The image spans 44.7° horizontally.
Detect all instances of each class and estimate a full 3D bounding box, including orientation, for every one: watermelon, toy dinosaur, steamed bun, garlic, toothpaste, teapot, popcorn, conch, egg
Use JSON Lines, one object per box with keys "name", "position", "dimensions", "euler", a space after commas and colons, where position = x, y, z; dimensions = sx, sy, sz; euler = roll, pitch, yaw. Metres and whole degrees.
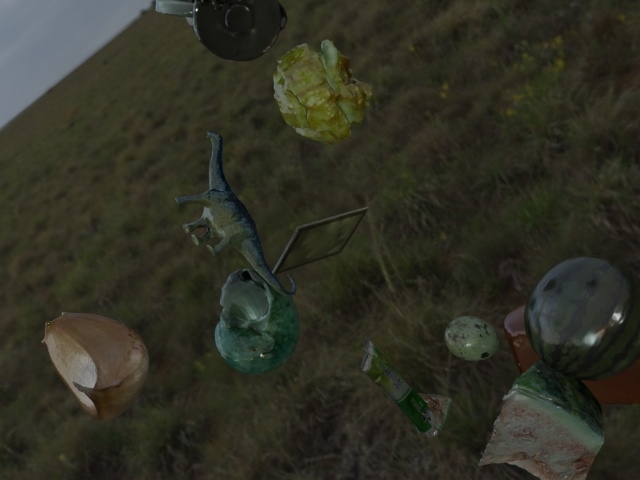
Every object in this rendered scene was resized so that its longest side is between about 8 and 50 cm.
{"name": "watermelon", "position": [0.448, 0.131, 1.307], "dimensions": [0.212, 0.212, 0.212], "euler": [-33, 21, 14]}
{"name": "watermelon", "position": [0.291, 0.440, 2.112], "dimensions": [0.101, 0.080, 0.155], "euler": [-36, 17, -29]}
{"name": "toy dinosaur", "position": [-0.178, -0.034, 1.480], "dimensions": [0.147, 0.363, 0.076], "euler": [-25, -9, -22]}
{"name": "steamed bun", "position": [0.627, 0.225, 1.781], "dimensions": [0.379, 0.235, 0.248], "euler": [-9, 17, 47]}
{"name": "garlic", "position": [-0.286, 0.173, 1.051], "dimensions": [0.115, 0.128, 0.207], "euler": [-25, 30, -24]}
{"name": "toothpaste", "position": [0.146, 0.282, 1.434], "dimensions": [0.047, 0.248, 0.078], "euler": [-22, 30, 31]}
{"name": "watermelon", "position": [0.414, 0.331, 1.449], "dimensions": [0.310, 0.193, 0.231], "euler": [39, -115, -75]}
{"name": "teapot", "position": [-0.223, -0.508, 1.711], "dimensions": [0.271, 0.200, 0.337], "euler": [3, 21, -13]}
{"name": "popcorn", "position": [-0.002, -0.311, 1.656], "dimensions": [0.184, 0.221, 0.204], "euler": [-27, 14, 22]}
{"name": "conch", "position": [-0.134, 0.172, 1.560], "dimensions": [0.202, 0.196, 0.134], "euler": [-41, -18, 15]}
{"name": "egg", "position": [0.292, 0.189, 1.495], "dimensions": [0.085, 0.110, 0.085], "euler": [-166, 90, -78]}

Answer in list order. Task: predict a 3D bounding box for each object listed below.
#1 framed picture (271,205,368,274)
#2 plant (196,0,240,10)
{"name": "framed picture", "position": [0.000, 0.000, 1.839], "dimensions": [0.231, 0.010, 0.173], "euler": [-16, -32, -42]}
{"name": "plant", "position": [-0.187, -0.446, 1.327], "dimensions": [0.143, 0.092, 0.094], "euler": [27, 34, 36]}
